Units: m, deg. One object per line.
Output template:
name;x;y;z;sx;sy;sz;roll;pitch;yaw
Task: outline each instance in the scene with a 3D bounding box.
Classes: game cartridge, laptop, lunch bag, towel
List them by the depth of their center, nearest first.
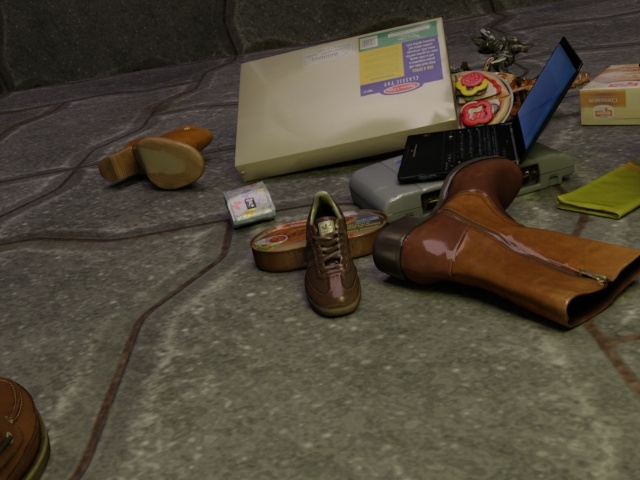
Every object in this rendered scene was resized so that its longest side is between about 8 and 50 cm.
towel;0.437;-0.084;1.156;0.237;0.021;0.102;-24;23;-32
laptop;0.243;-0.197;1.242;0.264;0.137;0.234;-6;20;13
game cartridge;0.202;-0.099;1.275;0.297;0.062;0.198;-15;25;-11
lunch bag;-0.111;-0.054;1.315;0.071;0.053;0.083;-15;30;-8

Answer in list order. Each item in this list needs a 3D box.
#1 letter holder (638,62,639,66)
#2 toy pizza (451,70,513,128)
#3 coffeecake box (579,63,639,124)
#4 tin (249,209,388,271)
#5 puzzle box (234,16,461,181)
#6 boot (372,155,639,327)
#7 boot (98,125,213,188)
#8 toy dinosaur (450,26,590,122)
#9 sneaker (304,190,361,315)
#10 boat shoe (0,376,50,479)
letter holder;0.508;-0.145;1.004;0.214;0.152;0.302;-1;13;8
toy pizza;0.248;-0.243;1.525;0.201;0.032;0.201;-15;48;18
coffeecake box;0.563;-0.264;1.501;0.142;0.068;0.185;5;26;35
tin;0.000;0.000;1.137;0.189;0.040;0.106;-11;16;0
puzzle box;0.044;-0.262;1.556;0.409;0.052;0.272;-10;53;13
boot;0.240;-0.015;0.968;0.264;0.096;0.280;-26;26;-37
boot;-0.279;-0.181;1.666;0.295;0.104;0.211;1;23;39
toy dinosaur;0.342;-0.283;1.624;0.322;0.164;0.218;14;41;12
sneaker;0.005;0.012;1.005;0.066;0.071;0.188;-13;34;1
boat shoe;-0.304;0.180;0.712;0.110;0.104;0.307;-14;20;-7
